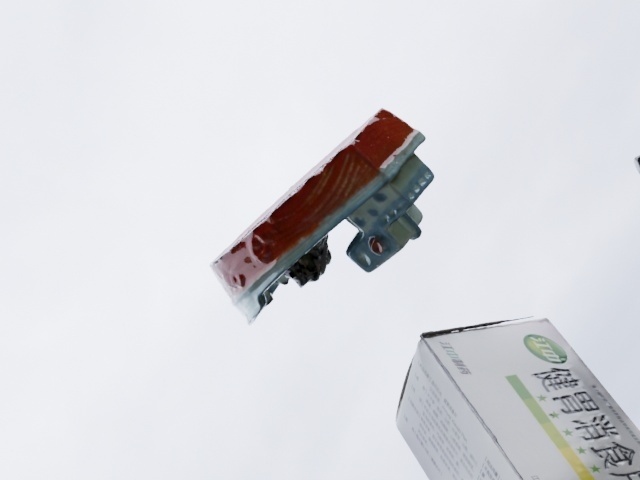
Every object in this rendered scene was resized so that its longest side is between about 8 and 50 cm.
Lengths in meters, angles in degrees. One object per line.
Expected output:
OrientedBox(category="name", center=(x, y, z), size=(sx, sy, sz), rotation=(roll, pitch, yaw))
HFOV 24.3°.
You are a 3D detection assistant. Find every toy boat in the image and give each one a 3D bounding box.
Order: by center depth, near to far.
OrientedBox(category="toy boat", center=(0.000, 0.000, 1.678), size=(0.332, 0.133, 0.145), rotation=(-39, 7, 38))

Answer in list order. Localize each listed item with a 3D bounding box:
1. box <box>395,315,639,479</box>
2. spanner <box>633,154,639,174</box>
OrientedBox(category="box", center=(0.233, 0.239, 1.560), size=(0.173, 0.333, 0.145), rotation=(-7, -51, -24))
OrientedBox(category="spanner", center=(0.578, -0.004, 2.304), size=(0.024, 0.316, 0.087), rotation=(-35, 17, 3))
